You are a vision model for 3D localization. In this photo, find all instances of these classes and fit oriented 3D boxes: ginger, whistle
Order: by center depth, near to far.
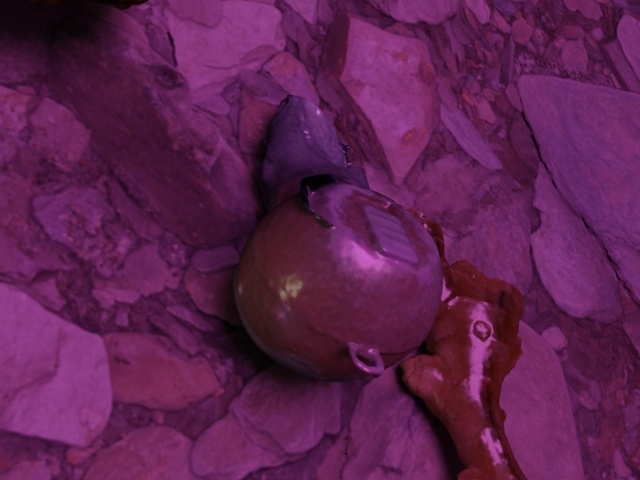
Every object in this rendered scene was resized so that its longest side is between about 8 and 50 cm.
[{"bbox_3d":[0.000,0.000,0.970,0.189,0.189,0.347,19,35,-28],"label":"whistle"},{"bbox_3d":[0.145,0.119,1.039,0.148,0.081,0.333,5,62,-30],"label":"ginger"}]

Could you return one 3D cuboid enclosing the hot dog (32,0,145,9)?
[{"bbox_3d":[-0.263,-0.351,0.932,0.267,0.174,0.387,7,53,-37],"label":"hot dog"}]
